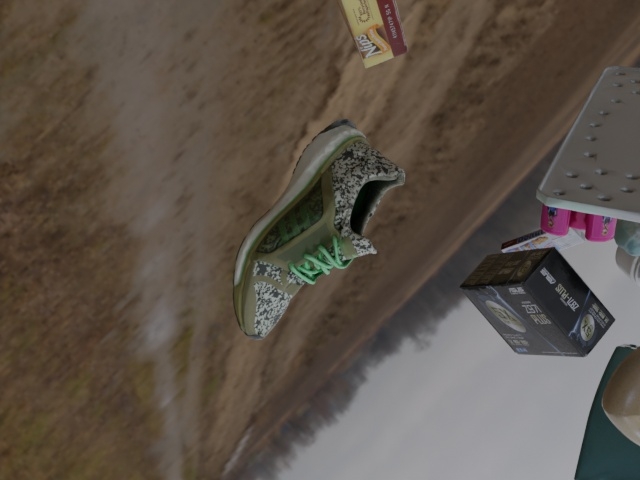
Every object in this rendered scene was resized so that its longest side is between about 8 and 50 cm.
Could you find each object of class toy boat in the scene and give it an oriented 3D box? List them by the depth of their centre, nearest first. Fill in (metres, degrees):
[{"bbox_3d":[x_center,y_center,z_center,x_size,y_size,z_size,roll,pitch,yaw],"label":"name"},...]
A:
[{"bbox_3d":[0.544,0.275,1.439,0.268,0.318,0.148,-5,-168,8],"label":"toy boat"}]

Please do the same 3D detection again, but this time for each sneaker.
[{"bbox_3d":[0.000,0.000,1.681,0.410,0.182,0.158,-61,147,1],"label":"sneaker"}]

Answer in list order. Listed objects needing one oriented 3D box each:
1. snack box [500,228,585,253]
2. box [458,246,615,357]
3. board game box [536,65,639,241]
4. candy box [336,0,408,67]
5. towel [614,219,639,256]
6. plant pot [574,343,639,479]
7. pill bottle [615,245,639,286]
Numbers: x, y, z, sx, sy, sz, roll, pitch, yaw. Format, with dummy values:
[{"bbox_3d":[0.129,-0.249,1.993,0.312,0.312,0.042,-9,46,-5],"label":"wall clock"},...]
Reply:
[{"bbox_3d":[0.480,0.005,2.154,0.178,0.064,0.022,-24,-141,43],"label":"snack box"},{"bbox_3d":[0.314,0.092,1.461,0.077,0.147,0.180,-46,-167,-19],"label":"box"},{"bbox_3d":[0.455,-0.074,1.028,0.390,0.390,0.050,-49,145,-53],"label":"board game box"},{"bbox_3d":[0.049,-0.472,1.700,0.088,0.316,0.183,-20,146,4],"label":"candy box"},{"bbox_3d":[0.619,-0.175,1.752,0.320,0.090,0.374,-57,-172,29],"label":"towel"},{"bbox_3d":[0.545,0.300,1.701,0.165,0.166,0.234,7,91,-66],"label":"plant pot"},{"bbox_3d":[0.771,0.105,1.919,0.224,0.392,0.224,-21,138,-21],"label":"pill bottle"}]
